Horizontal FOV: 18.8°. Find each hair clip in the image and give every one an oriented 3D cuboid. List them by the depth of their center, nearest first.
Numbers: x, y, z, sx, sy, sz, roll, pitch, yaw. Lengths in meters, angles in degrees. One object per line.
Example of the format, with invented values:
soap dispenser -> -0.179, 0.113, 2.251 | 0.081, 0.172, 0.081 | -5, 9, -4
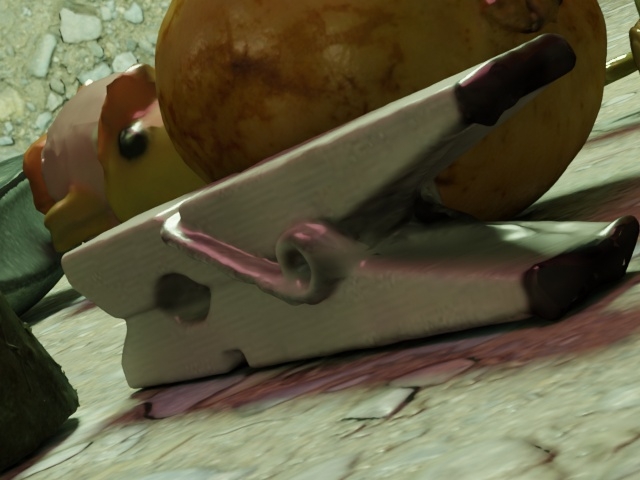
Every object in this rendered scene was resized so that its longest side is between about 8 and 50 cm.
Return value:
hair clip -> -0.003, 0.002, 0.875 | 0.085, 0.101, 0.331 | -34, 11, -39

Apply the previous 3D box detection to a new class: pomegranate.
pomegranate -> 0.035, -0.097, 1.017 | 0.248, 0.248, 0.248 | -22, 6, 3

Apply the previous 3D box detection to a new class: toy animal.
toy animal -> -0.122, -0.058, 1.514 | 0.195, 0.169, 0.281 | -50, 15, -18

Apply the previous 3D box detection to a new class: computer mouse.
computer mouse -> -0.310, 0.033, 1.626 | 0.203, 0.114, 0.374 | -15, 15, 34

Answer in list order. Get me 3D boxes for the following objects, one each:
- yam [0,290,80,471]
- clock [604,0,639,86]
yam -> -0.231, 0.033, 0.915 | 0.154, 0.254, 0.154 | -21, 29, 13
clock -> 0.299, -0.164, 1.228 | 0.235, 0.096, 0.308 | -27, 6, -33
